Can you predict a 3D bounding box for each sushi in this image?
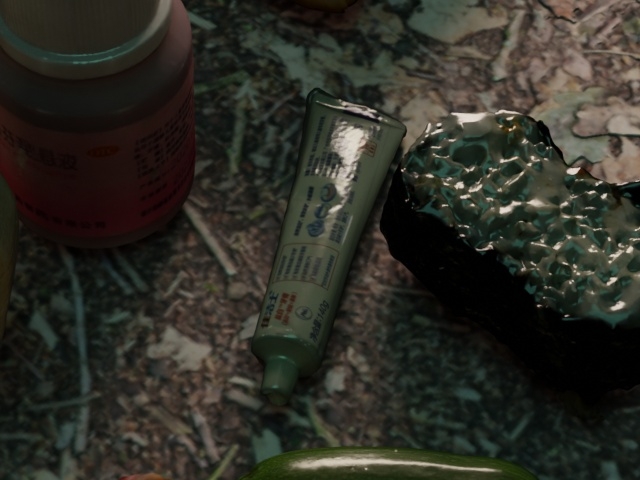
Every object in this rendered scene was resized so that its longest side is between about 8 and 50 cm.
[{"bbox_3d":[0.147,0.003,1.138,0.212,0.115,0.147,33,63,18],"label":"sushi"}]

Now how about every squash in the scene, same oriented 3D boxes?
[{"bbox_3d":[0.049,0.165,1.044,0.219,0.068,0.077,5,45,1],"label":"squash"}]

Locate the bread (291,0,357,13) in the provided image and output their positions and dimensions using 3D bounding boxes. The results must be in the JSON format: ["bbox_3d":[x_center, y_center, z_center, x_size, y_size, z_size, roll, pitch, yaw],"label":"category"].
[{"bbox_3d":[-0.020,-0.367,1.379,0.323,0.143,0.333,33,59,21],"label":"bread"}]

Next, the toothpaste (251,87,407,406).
[{"bbox_3d":[-0.001,0.000,1.175,0.069,0.047,0.268,0,49,20],"label":"toothpaste"}]

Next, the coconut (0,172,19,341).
[{"bbox_3d":[-0.321,0.020,1.026,0.245,0.245,0.247,29,52,17],"label":"coconut"}]

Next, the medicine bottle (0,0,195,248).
[{"bbox_3d":[-0.154,-0.112,1.123,0.147,0.247,0.147,1,54,-1],"label":"medicine bottle"}]

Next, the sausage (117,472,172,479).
[{"bbox_3d":[-0.095,0.290,0.851,0.233,0.233,0.287,30,58,18],"label":"sausage"}]
